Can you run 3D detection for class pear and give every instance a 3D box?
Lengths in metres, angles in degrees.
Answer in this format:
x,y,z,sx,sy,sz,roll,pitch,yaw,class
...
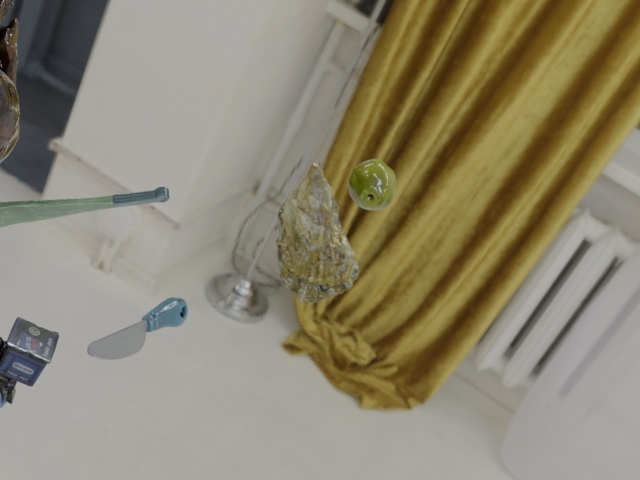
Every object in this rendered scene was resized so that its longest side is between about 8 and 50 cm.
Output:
x,y,z,sx,sy,sz,roll,pitch,yaw,class
0.092,-0.099,1.537,0.092,0.092,0.097,30,30,4,pear

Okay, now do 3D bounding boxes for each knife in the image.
x,y,z,sx,sy,sz,roll,pitch,yaw,class
-0.288,0.148,1.376,0.032,0.058,0.244,11,20,23,knife

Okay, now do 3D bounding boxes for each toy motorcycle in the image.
x,y,z,sx,sy,sz,roll,pitch,yaw,class
-0.648,0.162,1.461,0.359,0.212,0.125,28,24,-20,toy motorcycle

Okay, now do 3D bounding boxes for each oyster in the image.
x,y,z,sx,sy,sz,roll,pitch,yaw,class
0.000,0.000,0.989,0.122,0.146,0.045,31,-15,-36,oyster

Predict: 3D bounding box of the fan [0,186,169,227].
x,y,z,sx,sy,sz,roll,pitch,yaw,class
-0.257,-0.037,0.919,0.193,0.038,0.016,-7,61,-6,fan

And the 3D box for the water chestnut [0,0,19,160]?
x,y,z,sx,sy,sz,roll,pitch,yaw,class
-0.436,-0.167,0.892,0.289,0.289,0.244,25,51,-4,water chestnut
